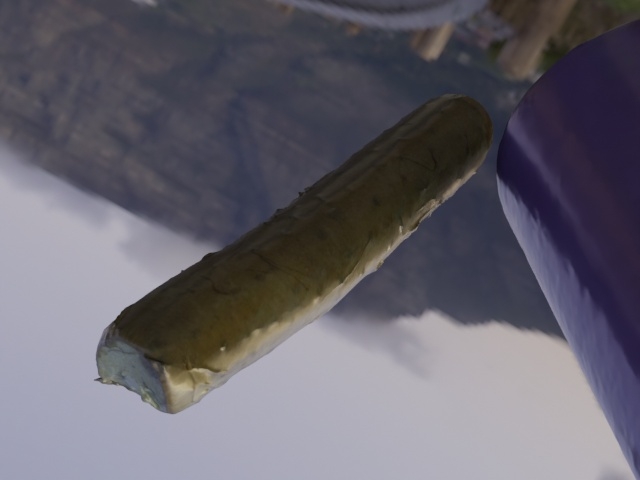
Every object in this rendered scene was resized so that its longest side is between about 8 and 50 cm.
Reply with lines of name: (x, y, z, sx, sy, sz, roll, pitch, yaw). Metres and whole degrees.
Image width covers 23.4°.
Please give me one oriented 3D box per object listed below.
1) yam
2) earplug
yam: (0.000, 0.000, 1.003, 0.083, 0.083, 0.371, 32, -137, 21)
earplug: (0.254, 0.067, 0.885, 0.215, 0.215, 0.456, 28, -152, -27)
